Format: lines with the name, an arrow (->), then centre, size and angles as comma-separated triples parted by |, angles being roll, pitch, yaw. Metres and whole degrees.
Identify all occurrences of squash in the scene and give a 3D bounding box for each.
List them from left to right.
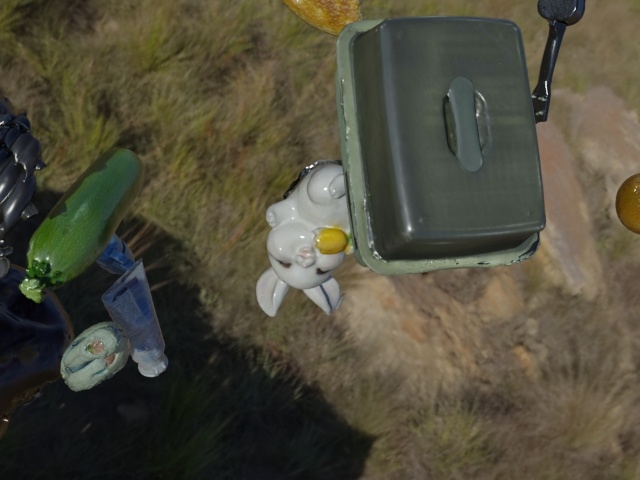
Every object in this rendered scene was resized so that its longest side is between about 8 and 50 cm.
squash -> -0.351, -0.036, 1.334 | 0.101, 0.101, 0.379 | 37, 34, -11

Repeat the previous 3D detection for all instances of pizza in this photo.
pizza -> 0.008, -0.426, 1.419 | 0.184, 0.176, 0.036 | 22, 29, 2

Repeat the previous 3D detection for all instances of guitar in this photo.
guitar -> 0.350, -0.309, 1.329 | 0.083, 0.271, 0.038 | 22, 16, 36

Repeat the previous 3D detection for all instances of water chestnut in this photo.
water chestnut -> -0.570, 0.212, 1.460 | 0.335, 0.335, 0.347 | -11, 86, -45

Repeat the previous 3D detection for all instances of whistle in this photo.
whistle -> -0.499, 0.024, 2.059 | 0.180, 0.269, 0.093 | 21, 69, 30

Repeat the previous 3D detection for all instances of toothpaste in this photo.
toothpaste -> -0.371, 0.167, 1.801 | 0.073, 0.299, 0.114 | 26, 55, 27

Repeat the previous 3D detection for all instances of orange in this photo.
orange -> 0.406, -0.046, 1.102 | 0.085, 0.085, 0.085 | 23, 46, -26

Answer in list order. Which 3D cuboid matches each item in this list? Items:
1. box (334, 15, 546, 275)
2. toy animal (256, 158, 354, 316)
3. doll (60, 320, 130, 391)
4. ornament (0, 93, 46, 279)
box -> 0.130, -0.108, 0.993 | 0.220, 0.166, 0.291 | -4, 81, -16
toy animal -> -0.005, -0.004, 1.634 | 0.208, 0.325, 0.154 | 1, 38, -16
doll -> -0.313, 0.160, 1.229 | 0.103, 0.214, 0.072 | -31, 82, -23
ornament -> -0.475, -0.069, 1.214 | 0.260, 0.251, 0.106 | 45, -2, 27
